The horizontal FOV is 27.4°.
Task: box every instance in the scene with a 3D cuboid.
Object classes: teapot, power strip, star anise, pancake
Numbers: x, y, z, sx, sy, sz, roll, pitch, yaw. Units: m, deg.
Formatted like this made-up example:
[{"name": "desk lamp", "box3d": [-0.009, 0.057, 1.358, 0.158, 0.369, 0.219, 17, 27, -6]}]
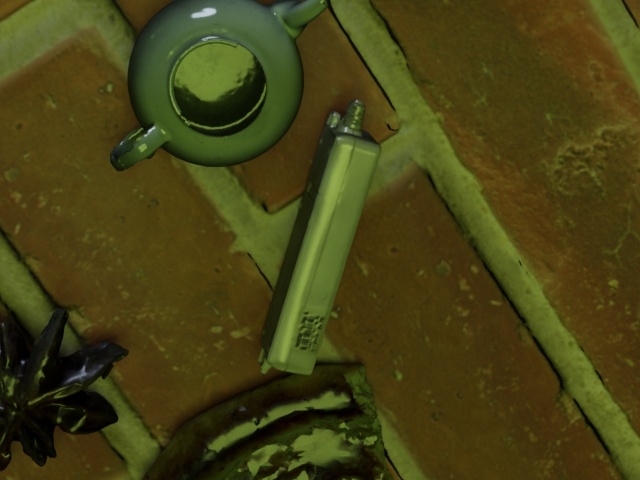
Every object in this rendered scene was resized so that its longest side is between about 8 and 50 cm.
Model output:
[{"name": "teapot", "box3d": [-0.114, -0.173, 1.436, 0.294, 0.129, 0.193, -39, 105, 4]}, {"name": "power strip", "box3d": [0.000, 0.000, 1.513, 0.058, 0.098, 0.338, 14, 103, -11]}, {"name": "star anise", "box3d": [-0.353, 0.178, 1.499, 0.283, 0.129, 0.212, -28, 123, -8]}, {"name": "pancake", "box3d": [-0.082, 0.341, 1.615, 0.427, 0.067, 0.304, -31, 108, 0]}]
